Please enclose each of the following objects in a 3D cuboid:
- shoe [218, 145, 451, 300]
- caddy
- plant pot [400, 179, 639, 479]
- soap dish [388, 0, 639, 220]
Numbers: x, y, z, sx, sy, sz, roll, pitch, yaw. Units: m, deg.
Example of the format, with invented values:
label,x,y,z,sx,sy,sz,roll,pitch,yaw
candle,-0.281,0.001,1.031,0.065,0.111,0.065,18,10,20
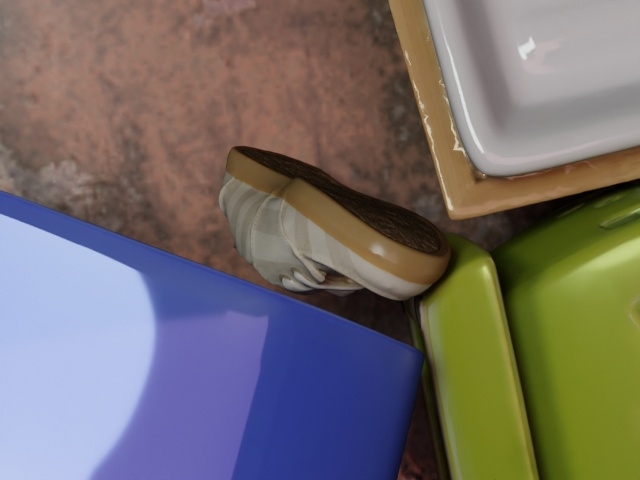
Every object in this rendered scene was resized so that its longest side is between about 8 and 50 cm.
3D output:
label,x,y,z,sx,sy,sz,roll,pitch,yaw
shoe,0.000,0.000,0.676,0.076,0.219,0.058,17,97,-22
caddy,-0.109,0.090,0.648,0.341,0.241,0.179,20,84,3
plant pot,0.158,0.082,0.690,0.207,0.227,0.228,-11,93,1
soap dish,0.135,-0.168,0.700,0.229,0.118,0.291,-14,80,-5
